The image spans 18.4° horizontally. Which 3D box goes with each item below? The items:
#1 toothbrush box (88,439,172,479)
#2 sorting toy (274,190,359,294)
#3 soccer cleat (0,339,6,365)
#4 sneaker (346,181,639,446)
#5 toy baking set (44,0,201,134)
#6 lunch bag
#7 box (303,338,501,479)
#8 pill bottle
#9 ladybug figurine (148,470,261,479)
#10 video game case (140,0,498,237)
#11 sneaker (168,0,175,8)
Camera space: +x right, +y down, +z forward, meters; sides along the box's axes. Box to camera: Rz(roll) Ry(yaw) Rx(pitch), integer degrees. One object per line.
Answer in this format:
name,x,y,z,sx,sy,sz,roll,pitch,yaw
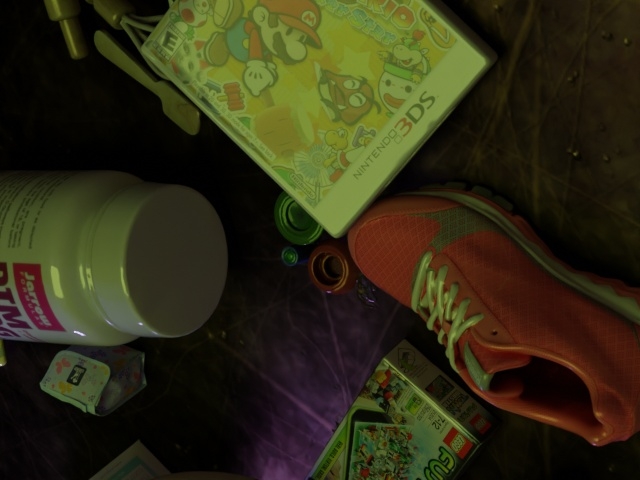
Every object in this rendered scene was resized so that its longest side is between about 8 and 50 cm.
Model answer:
toothbrush box,-0.259,0.371,2.021,0.126,0.216,0.295,44,137,9
sorting toy,0.000,0.000,1.689,0.061,0.042,0.102,-31,83,32
soccer cleat,-0.364,0.075,2.026,0.121,0.093,0.289,26,133,-9
sneaker,0.136,0.056,1.532,0.314,0.136,0.116,27,131,25
toy baking set,-0.180,-0.211,1.675,0.196,0.030,0.256,14,124,48
lunch bag,-0.221,0.132,1.926,0.071,0.083,0.053,21,129,30
box,0.068,0.190,1.752,0.114,0.036,0.207,41,136,12
pill bottle,-0.232,0.015,1.800,0.283,0.160,0.160,1,117,40
ladybug figurine,-0.055,0.413,1.813,0.305,0.162,0.449,-34,115,6
video game case,-0.006,-0.147,1.553,0.227,0.026,0.206,44,119,6
sneaker,-0.098,-0.176,1.656,0.043,0.040,0.109,-1,111,53
